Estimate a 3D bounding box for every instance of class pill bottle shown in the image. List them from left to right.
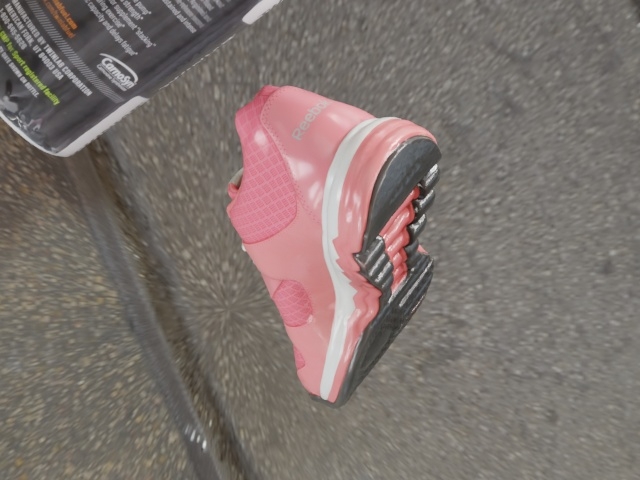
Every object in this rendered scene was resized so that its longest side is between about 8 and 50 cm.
[{"bbox_3d":[-0.105,-0.171,0.879,0.246,0.130,0.130,-34,90,11],"label":"pill bottle"}]

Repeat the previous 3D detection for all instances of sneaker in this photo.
[{"bbox_3d":[0.000,-0.001,0.981,0.136,0.314,0.116,31,59,18],"label":"sneaker"}]
